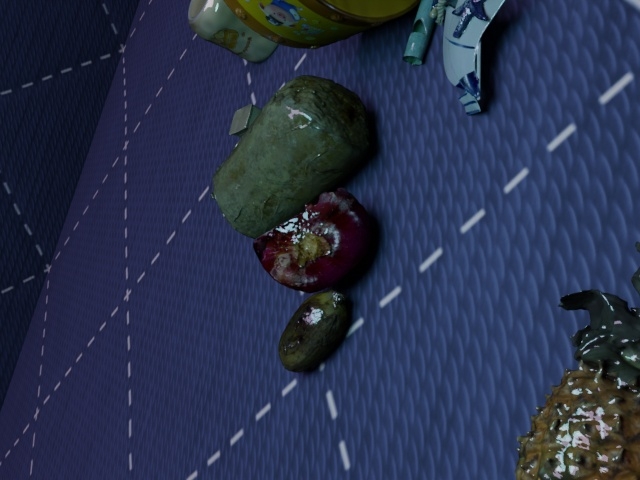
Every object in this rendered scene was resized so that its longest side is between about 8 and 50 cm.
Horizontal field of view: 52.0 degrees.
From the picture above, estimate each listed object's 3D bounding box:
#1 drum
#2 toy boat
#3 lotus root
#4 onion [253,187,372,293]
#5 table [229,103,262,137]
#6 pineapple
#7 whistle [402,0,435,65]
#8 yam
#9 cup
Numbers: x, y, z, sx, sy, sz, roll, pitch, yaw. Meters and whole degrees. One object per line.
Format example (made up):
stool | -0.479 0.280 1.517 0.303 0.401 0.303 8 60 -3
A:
drum | 0.005 -0.564 1.157 0.214 0.431 0.431 0 73 55
toy boat | 0.240 -0.347 0.990 0.210 0.070 0.291 120 152 -51
lotus root | -0.016 0.151 1.093 0.179 0.080 0.089 -54 35 21
onion | 0.000 0.000 1.120 0.195 0.140 0.218 -39 0 11
table | -0.149 -0.259 1.497 0.079 0.083 0.062 -6 67 54
pineapple | 0.294 0.123 0.619 0.170 0.141 0.310 26 91 19
whistle | 0.188 -0.399 1.143 0.039 0.039 0.186 13 83 56
yam | -0.052 -0.153 1.206 0.300 0.195 0.195 -44 41 33
cup | -0.228 -0.576 1.670 0.173 0.202 0.255 -61 34 12
